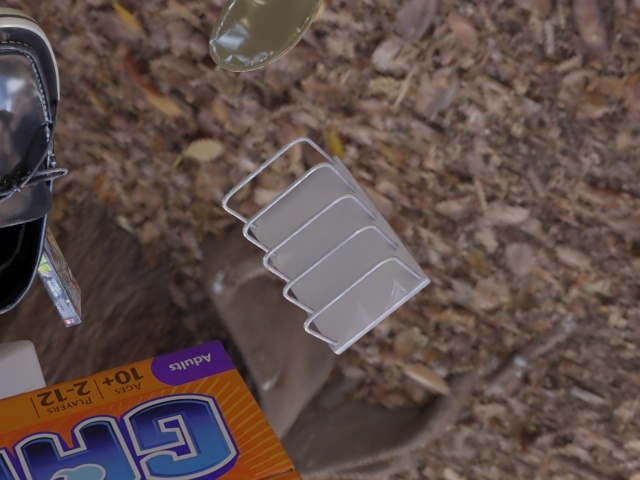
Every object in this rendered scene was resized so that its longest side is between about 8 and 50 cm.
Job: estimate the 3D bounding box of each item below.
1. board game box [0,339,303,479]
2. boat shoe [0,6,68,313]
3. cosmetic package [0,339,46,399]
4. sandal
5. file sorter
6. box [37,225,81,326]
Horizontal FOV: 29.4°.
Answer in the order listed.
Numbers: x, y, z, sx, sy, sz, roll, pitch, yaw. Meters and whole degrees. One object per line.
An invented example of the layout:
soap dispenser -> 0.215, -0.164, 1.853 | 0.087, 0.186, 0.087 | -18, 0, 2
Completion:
board game box -> -0.192, 0.372, 1.105 | 0.356, 0.356, 0.356 | 54, 149, 42
boat shoe -> -0.442, -0.094, 1.676 | 0.156, 0.187, 0.500 | 55, 142, 35
cosmetic package -> -0.517, 0.373, 1.514 | 0.327, 0.329, 0.394 | -12, 98, 24
sandal -> -0.034, -0.286, 1.361 | 0.088, 0.240, 0.079 | 37, -176, -11
file sorter -> 0.000, 0.000, 1.931 | 0.278, 0.193, 0.173 | 55, -172, 26
box -> -0.556, 0.069, 2.556 | 0.036, 0.114, 0.207 | -17, 129, 1
